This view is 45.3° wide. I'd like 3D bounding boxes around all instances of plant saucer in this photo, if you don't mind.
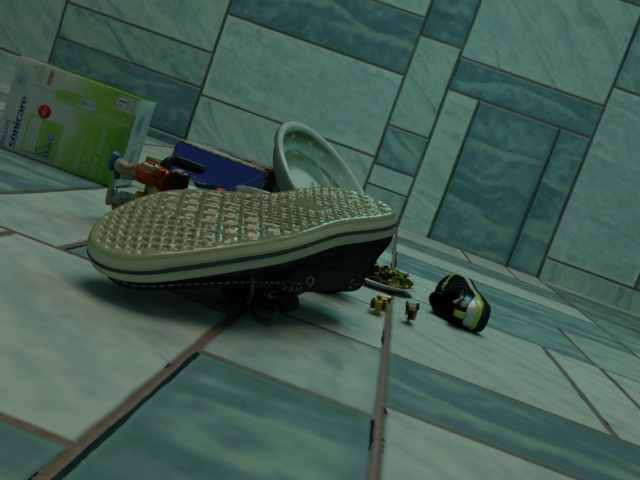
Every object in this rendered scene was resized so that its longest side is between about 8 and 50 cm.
[{"bbox_3d":[-0.007,-0.103,1.899,0.400,0.100,0.400,45,26,-29],"label":"plant saucer"}]

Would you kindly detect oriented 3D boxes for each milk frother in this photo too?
[{"bbox_3d":[-0.305,-0.093,1.595,0.134,0.129,0.143,15,-35,-39],"label":"milk frother"}]

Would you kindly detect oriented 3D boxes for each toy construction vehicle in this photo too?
[{"bbox_3d":[0.129,0.120,1.346,0.085,0.035,0.098,9,4,3],"label":"toy construction vehicle"}]

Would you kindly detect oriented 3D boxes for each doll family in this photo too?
[{"bbox_3d":[-0.258,-0.044,1.309,0.163,0.118,0.263,15,-13,16],"label":"doll family"}]

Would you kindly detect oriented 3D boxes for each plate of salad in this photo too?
[{"bbox_3d":[0.111,0.064,1.650,0.199,0.048,0.200,20,8,-3],"label":"plate of salad"}]

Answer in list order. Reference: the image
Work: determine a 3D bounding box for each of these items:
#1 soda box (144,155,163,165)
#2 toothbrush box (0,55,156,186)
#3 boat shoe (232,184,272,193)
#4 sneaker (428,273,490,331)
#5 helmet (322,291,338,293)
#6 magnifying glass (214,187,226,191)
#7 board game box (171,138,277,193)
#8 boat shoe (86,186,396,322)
[{"bbox_3d":[-0.389,-0.175,2.075,0.181,0.058,0.061,12,10,-46],"label":"soda box"},{"bbox_3d":[-0.539,-0.260,1.699,0.283,0.206,0.122,21,7,4],"label":"toothbrush box"},{"bbox_3d":[-0.053,-0.030,1.512,0.267,0.088,0.096,18,-10,-10],"label":"boat shoe"},{"bbox_3d":[0.262,0.111,1.549,0.097,0.084,0.235,17,7,-13],"label":"sneaker"},{"bbox_3d":[0.000,0.000,1.369,0.169,0.169,0.161,12,26,-48],"label":"helmet"},{"bbox_3d":[-0.120,-0.008,1.312,0.092,0.026,0.231,20,29,-54],"label":"magnifying glass"},{"bbox_3d":[-0.236,-0.146,1.926,0.232,0.141,0.291,20,7,4],"label":"board game box"},{"bbox_3d":[-0.082,0.023,1.034,0.187,0.156,0.500,30,23,34],"label":"boat shoe"}]
